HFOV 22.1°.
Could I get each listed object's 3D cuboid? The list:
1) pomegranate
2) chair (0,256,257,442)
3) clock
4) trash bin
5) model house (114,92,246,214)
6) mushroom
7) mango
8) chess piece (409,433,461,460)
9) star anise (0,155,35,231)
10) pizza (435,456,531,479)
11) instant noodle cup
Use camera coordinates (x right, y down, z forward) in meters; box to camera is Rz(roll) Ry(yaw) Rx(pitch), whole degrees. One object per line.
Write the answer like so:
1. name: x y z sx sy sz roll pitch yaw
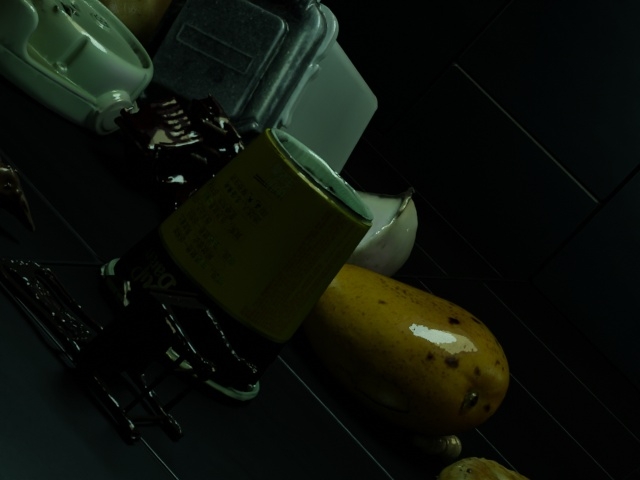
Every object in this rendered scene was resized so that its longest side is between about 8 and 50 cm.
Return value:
1. pomegranate: -0.276 -0.343 2.410 0.207 0.207 0.207 41 12 -10
2. chair: -0.182 0.068 1.480 0.229 0.113 0.106 50 11 17
3. clock: -0.333 -0.259 2.122 0.324 0.108 0.265 34 14 -40
4. trash bin: -0.067 -0.239 2.380 0.255 0.296 0.367 28 -2 26
5. model house: -0.155 -0.094 2.062 0.203 0.141 0.164 50 3 20
6. mushroom: 0.002 0.026 2.244 0.236 0.173 0.162 10 42 24
7. mango: 0.093 0.132 2.029 0.290 0.160 0.191 34 29 10
8. chess piece: 0.140 0.255 2.063 0.092 0.035 0.035 21 25 -53
9. star anise: -0.358 -0.118 1.560 0.272 0.102 0.272 44 9 -9
10. pizza: 0.232 0.351 1.827 0.277 0.114 0.409 42 12 2
11. instant noodle cup: -0.076 0.014 1.704 0.215 0.236 0.215 40 10 -8
